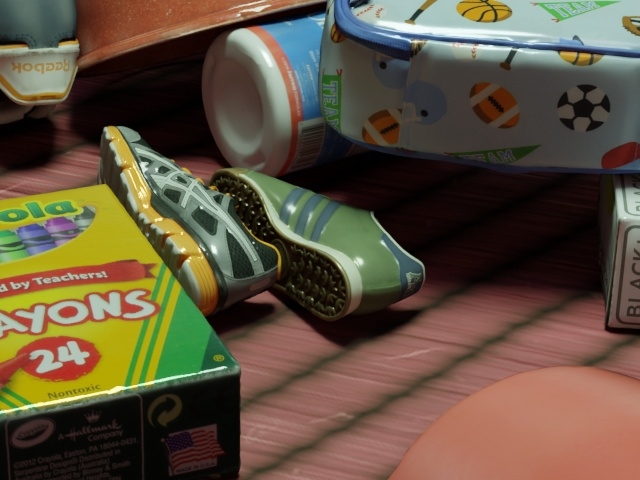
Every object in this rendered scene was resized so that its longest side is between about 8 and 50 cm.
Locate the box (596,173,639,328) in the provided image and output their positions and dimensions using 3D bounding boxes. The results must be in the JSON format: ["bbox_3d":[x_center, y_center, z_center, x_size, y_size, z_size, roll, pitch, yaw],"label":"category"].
[{"bbox_3d":[0.346,-0.004,1.357,0.290,0.087,0.169,4,27,5],"label":"box"}]

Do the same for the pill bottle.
[{"bbox_3d":[0.026,-0.130,1.541,0.221,0.124,0.124,-16,32,-31],"label":"pill bottle"}]

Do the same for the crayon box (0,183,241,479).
[{"bbox_3d":[-0.199,0.055,1.223,0.202,0.081,0.318,-11,30,-21],"label":"crayon box"}]

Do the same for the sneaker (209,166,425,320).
[{"bbox_3d":[0.000,0.000,1.365,0.086,0.064,0.192,-7,28,-32],"label":"sneaker"}]

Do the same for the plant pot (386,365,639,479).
[{"bbox_3d":[0.147,0.185,0.828,0.275,0.275,0.243,-9,21,-20],"label":"plant pot"}]

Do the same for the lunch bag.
[{"bbox_3d":[0.140,-0.151,1.393,0.303,0.115,0.243,9,33,0],"label":"lunch bag"}]

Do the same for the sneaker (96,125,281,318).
[{"bbox_3d":[-0.102,-0.014,1.367,0.083,0.084,0.215,-11,40,-25],"label":"sneaker"}]

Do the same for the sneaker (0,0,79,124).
[{"bbox_3d":[-0.301,-0.157,1.596,0.126,0.127,0.321,-8,4,-29],"label":"sneaker"}]

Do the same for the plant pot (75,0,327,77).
[{"bbox_3d":[-0.113,-0.298,1.594,0.272,0.265,0.272,-15,3,1],"label":"plant pot"}]
